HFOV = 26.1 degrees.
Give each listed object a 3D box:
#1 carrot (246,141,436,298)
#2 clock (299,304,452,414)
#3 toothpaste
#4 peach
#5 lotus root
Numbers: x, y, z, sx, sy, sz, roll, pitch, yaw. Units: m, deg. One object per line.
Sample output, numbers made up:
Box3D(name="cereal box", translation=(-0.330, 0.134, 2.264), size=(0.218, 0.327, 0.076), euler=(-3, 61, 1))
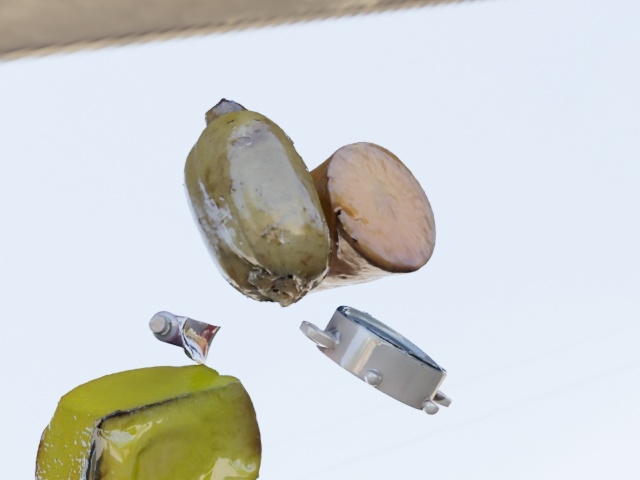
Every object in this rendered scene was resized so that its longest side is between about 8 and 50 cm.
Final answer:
Box3D(name="carrot", translation=(0.000, 0.000, 1.826), size=(0.196, 0.196, 0.254), euler=(6, -26, -44))
Box3D(name="clock", translation=(0.074, 0.135, 1.605), size=(0.229, 0.155, 0.063), euler=(28, -88, -28))
Box3D(name="toothpaste", translation=(-0.224, 0.159, 2.295), size=(0.048, 0.075, 0.301), euler=(-7, -12, 11))
Box3D(name="peach", translation=(-0.302, 0.381, 2.269), size=(0.380, 0.306, 0.242), euler=(-20, 13, -38))
Box3D(name="lotus root", translation=(-0.083, -0.052, 1.696), size=(0.160, 0.284, 0.146), euler=(-33, -29, 26))
